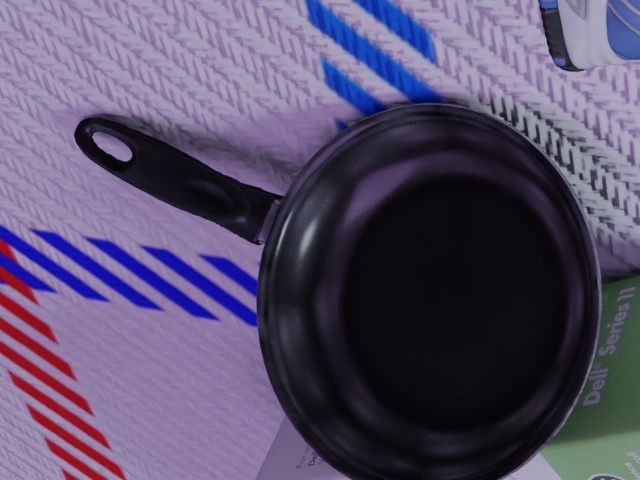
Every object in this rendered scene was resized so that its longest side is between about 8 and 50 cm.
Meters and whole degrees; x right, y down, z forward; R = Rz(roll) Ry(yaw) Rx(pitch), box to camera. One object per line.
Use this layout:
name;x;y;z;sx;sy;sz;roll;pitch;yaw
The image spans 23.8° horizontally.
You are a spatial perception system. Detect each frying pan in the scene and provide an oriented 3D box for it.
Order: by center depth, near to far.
frying pan;0.001;0.030;0.802;0.326;0.197;0.053;1;177;34

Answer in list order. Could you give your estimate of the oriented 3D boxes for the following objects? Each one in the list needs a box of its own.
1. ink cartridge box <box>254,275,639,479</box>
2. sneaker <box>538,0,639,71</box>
ink cartridge box;0.108;0.151;0.893;0.353;0.119;0.207;-17;126;41
sneaker;0.119;-0.151;0.580;0.081;0.080;0.211;2;146;20
